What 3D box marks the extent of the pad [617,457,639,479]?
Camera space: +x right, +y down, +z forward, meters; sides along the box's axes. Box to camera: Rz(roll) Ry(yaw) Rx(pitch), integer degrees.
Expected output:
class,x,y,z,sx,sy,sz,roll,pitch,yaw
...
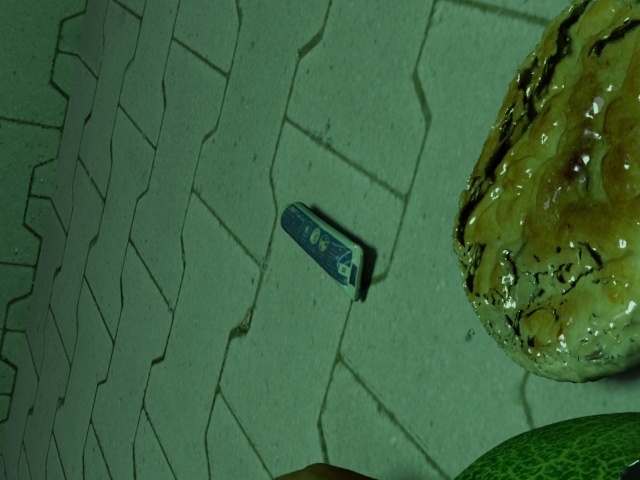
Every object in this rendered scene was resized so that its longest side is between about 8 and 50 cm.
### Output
class,x,y,z,sx,sy,sz,roll,pitch,yaw
pad,0.212,0.208,0.389,0.267,0.004,0.181,28,113,23

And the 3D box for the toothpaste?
class,x,y,z,sx,sy,sz,roll,pitch,yaw
toothpaste,0.000,0.000,1.053,0.197,0.034,0.057,-139,51,-58

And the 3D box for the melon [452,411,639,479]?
class,x,y,z,sx,sy,sz,roll,pitch,yaw
melon,0.140,0.155,0.553,0.265,0.169,0.129,-3,80,63

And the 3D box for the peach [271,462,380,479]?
class,x,y,z,sx,sy,sz,roll,pitch,yaw
peach,-0.023,0.283,0.794,0.214,0.235,0.214,-171,90,-75

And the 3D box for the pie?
class,x,y,z,sx,sy,sz,roll,pitch,yaw
pie,0.176,-0.043,0.668,0.274,0.055,0.274,-42,41,52
